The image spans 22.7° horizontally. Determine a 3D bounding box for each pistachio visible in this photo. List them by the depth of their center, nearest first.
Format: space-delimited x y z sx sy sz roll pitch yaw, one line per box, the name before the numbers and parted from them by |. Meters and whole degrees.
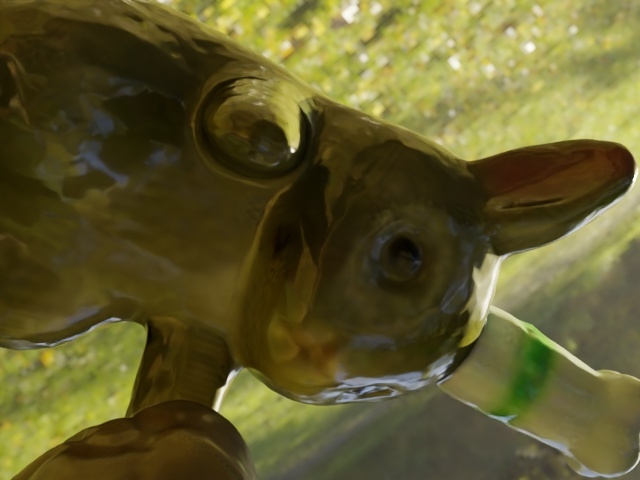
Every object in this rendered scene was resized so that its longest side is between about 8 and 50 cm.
pistachio | -0.071 0.126 0.574 0.113 0.113 0.149 -25 135 -46

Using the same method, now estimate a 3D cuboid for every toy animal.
toy animal | -0.013 0.005 0.705 0.180 0.363 0.181 -52 162 -56
